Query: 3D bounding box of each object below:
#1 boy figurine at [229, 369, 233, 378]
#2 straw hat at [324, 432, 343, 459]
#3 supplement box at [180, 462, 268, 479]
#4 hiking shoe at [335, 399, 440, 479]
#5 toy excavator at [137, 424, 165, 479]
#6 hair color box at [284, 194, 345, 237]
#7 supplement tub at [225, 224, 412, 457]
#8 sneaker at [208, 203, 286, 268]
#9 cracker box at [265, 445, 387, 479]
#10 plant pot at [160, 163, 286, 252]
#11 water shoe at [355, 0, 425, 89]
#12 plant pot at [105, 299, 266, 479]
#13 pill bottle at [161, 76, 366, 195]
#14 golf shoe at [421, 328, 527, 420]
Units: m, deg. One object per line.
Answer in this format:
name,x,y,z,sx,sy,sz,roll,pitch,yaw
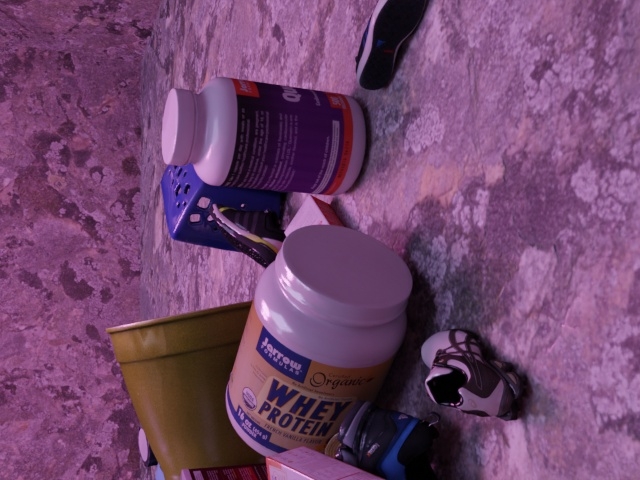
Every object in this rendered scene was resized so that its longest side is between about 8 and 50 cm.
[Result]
boy figurine,-0.039,0.320,1.302,0.285,0.092,0.177,45,169,36
straw hat,0.084,0.310,1.085,0.061,0.144,0.144,-43,-27,-59
supplement box,-0.125,0.469,1.345,0.130,0.239,0.073,-137,53,-62
hiking shoe,0.099,0.364,0.995,0.132,0.113,0.304,4,113,27
toy excavator,-0.264,0.590,1.738,0.445,0.222,0.433,54,138,44
hair color box,0.000,0.000,1.332,0.093,0.053,0.167,-56,31,17
supplement tub,-0.004,0.157,1.121,0.228,0.228,0.316,-116,36,-49
sneaker,-0.128,-0.022,1.489,0.234,0.097,0.084,34,160,37
cracker box,0.021,0.359,0.917,0.232,0.067,0.156,-1,96,59
plant pot,-0.206,-0.129,1.656,0.212,0.236,0.236,-62,32,31
water shoe,0.096,-0.333,1.158,0.203,0.073,0.080,117,150,-42
plant pot,-0.224,0.318,1.527,0.366,0.366,0.353,159,101,-65
pill bottle,-0.096,-0.177,1.268,0.181,0.323,0.182,-176,90,-67
golf shoe,0.159,0.156,0.909,0.198,0.094,0.077,-157,71,-68
